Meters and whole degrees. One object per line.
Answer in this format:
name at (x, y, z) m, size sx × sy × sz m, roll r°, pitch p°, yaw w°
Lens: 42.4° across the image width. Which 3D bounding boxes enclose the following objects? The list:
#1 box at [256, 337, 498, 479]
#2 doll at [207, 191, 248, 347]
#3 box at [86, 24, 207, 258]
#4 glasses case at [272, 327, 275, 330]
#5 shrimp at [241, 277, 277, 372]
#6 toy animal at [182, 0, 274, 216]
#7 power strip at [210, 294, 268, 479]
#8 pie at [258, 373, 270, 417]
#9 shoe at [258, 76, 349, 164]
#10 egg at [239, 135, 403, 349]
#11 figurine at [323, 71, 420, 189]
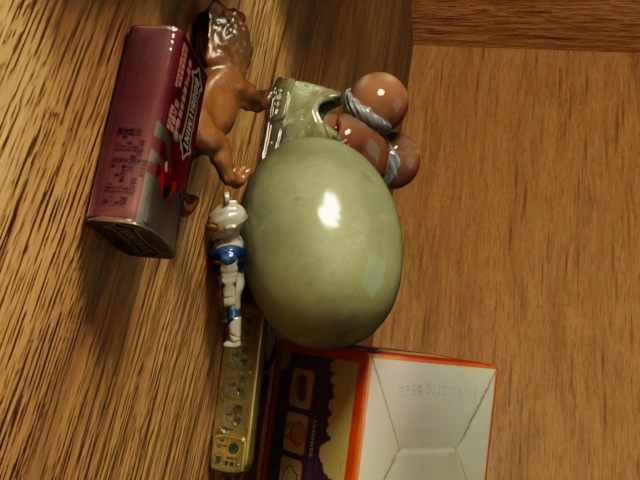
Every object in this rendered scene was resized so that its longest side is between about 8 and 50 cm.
box at (0.102, 0.352, 1.476) m, size 0.348 × 0.257 × 0.319 m, roll 10°, pitch 83°, yaw -41°
doll at (-0.135, 0.033, 1.196) m, size 0.114 × 0.057 × 0.227 m, roll -99°, pitch -169°, yaw -67°
box at (-0.179, -0.103, 0.874) m, size 0.120 × 0.069 × 0.224 m, roll 66°, pitch 29°, yaw -67°
glasses case at (-0.032, 0.117, 1.742) m, size 0.301 × 0.070 × 0.117 m, roll -11°, pitch 105°, yaw -77°
shrimp at (-0.107, 0.150, 1.399) m, size 0.152 × 0.046 × 0.219 m, roll 17°, pitch 76°, yaw -78°
toy animal at (-0.140, -0.169, 1.030) m, size 0.157 × 0.097 × 0.312 m, roll 65°, pitch 32°, yaw -45°
power strip at (-0.127, 0.235, 1.291) m, size 0.044 × 0.064 × 0.305 m, roll 35°, pitch 60°, yaw -75°
pie at (-0.114, 0.282, 1.468) m, size 0.170 × 0.034 × 0.092 m, roll 3°, pitch 90°, yaw -72°
shoe at (-0.024, -0.145, 1.452) m, size 0.109 × 0.149 × 0.293 m, roll 46°, pitch 48°, yaw -78°
egg at (0.000, 0.000, 1.280) m, size 0.258 × 0.258 × 0.352 m, roll 79°, pitch 5°, yaw -55°
figurine at (0.061, -0.141, 1.673) m, size 0.388 × 0.248 × 0.277 m, roll -77°, pitch 160°, yaw -47°
